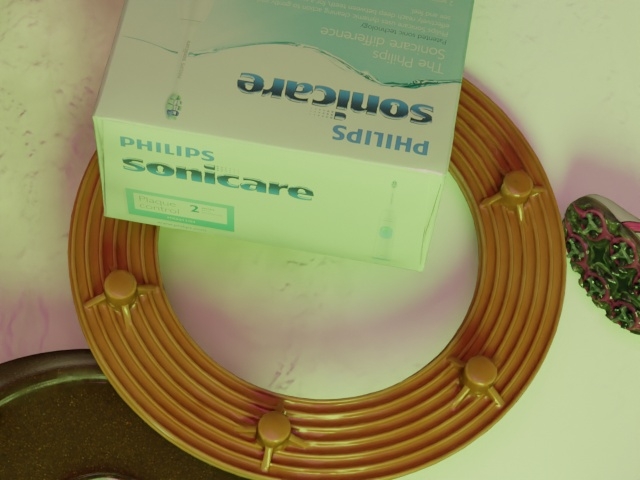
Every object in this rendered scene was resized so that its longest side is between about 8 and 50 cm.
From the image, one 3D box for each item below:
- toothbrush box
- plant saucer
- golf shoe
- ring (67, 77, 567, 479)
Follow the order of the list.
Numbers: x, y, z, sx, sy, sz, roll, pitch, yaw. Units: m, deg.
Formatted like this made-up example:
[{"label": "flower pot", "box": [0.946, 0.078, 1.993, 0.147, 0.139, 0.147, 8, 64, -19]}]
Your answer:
[{"label": "toothbrush box", "box": [-0.009, -0.149, 1.047, 0.216, 0.126, 0.296, 9, 60, 2]}, {"label": "plant saucer", "box": [-0.136, 0.193, 0.993, 0.310, 0.050, 0.311, 8, 54, -12]}, {"label": "golf shoe", "box": [0.245, 0.034, 1.090, 0.186, 0.067, 0.086, 45, 50, 13]}, {"label": "ring", "box": [0.000, 0.000, 1.068, 0.336, 0.032, 0.337, 2, 65, -4]}]
